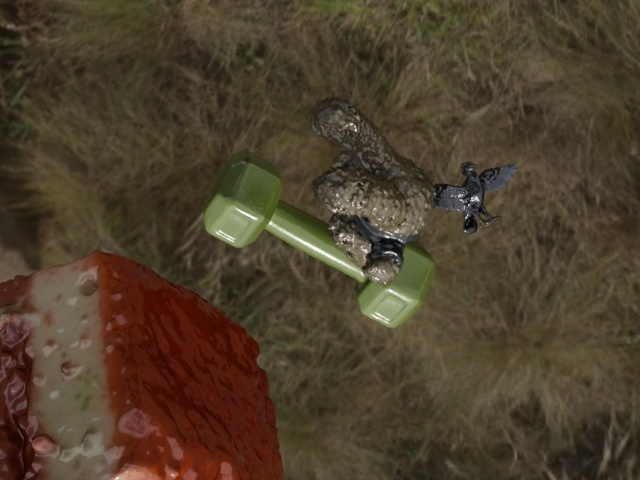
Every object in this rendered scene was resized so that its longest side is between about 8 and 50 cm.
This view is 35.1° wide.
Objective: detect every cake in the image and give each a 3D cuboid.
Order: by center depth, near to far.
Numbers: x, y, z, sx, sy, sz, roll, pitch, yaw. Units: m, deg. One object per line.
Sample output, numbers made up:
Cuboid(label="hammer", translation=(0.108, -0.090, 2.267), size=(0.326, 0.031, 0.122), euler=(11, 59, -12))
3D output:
Cuboid(label="cake", translation=(-0.222, 0.195, 0.924), size=(0.319, 0.269, 0.270), euler=(-29, 141, 14))

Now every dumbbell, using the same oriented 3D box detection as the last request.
Cuboid(label="dumbbell", translation=(0.000, 0.000, 1.284), size=(0.302, 0.108, 0.121), euler=(28, 130, -12))

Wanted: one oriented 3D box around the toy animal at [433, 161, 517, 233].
Cuboid(label="toy animal", translation=(0.235, -0.068, 1.568), size=(0.062, 0.220, 0.108), euler=(-21, 91, 56))

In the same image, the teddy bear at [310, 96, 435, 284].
Cuboid(label="teddy bear", translation=(0.064, -0.042, 1.145), size=(0.129, 0.182, 0.251), euler=(-3, 153, 7))
